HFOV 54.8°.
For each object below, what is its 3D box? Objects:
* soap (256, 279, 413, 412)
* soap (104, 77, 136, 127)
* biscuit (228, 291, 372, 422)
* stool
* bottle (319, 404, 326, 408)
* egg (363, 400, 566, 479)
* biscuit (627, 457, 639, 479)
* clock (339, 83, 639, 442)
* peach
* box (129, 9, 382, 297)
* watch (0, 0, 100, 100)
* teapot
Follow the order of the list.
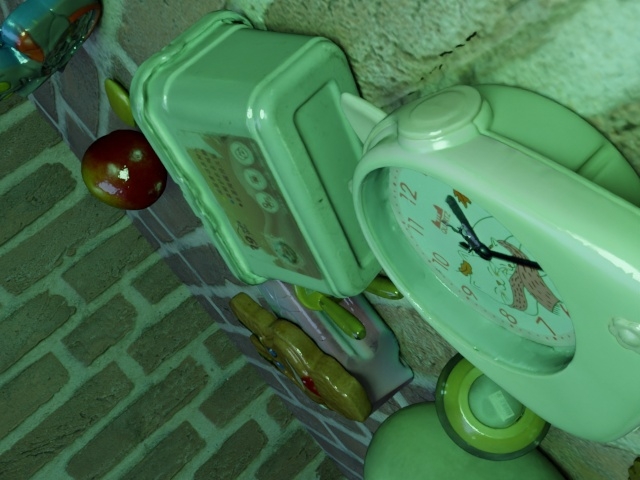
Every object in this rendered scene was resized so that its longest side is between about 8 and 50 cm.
[{"bbox_3d":[0.027,0.155,1.064,0.324,0.109,0.193,51,162,-11],"label":"soap"},{"bbox_3d":[-0.423,-0.287,1.322,0.089,0.033,0.168,50,163,5],"label":"soap"},{"bbox_3d":[-0.043,0.210,1.075,0.334,0.047,0.202,26,150,43],"label":"biscuit"},{"bbox_3d":[0.034,0.057,0.850,0.134,0.135,0.110,6,-171,-39],"label":"stool"},{"bbox_3d":[0.010,0.270,1.282,0.104,0.104,0.245,22,146,54],"label":"bottle"},{"bbox_3d":[0.214,0.381,0.855,0.352,0.258,0.258,42,160,17],"label":"egg"},{"bbox_3d":[0.365,0.273,0.674,0.082,0.016,0.092,43,159,15],"label":"biscuit"},{"bbox_3d":[0.143,-0.002,0.489,0.324,0.108,0.265,41,161,24],"label":"clock"},{"bbox_3d":[-0.421,-0.150,1.361,0.197,0.197,0.197,42,161,19],"label":"peach"},{"bbox_3d":[-0.035,-0.079,0.670,0.182,0.175,0.312,17,145,42],"label":"box"},{"bbox_3d":[-0.535,-0.376,0.978,0.274,0.305,0.241,45,162,-13],"label":"watch"},{"bbox_3d":[0.194,0.168,0.720,0.119,0.130,0.165,57,-161,-72],"label":"teapot"}]
